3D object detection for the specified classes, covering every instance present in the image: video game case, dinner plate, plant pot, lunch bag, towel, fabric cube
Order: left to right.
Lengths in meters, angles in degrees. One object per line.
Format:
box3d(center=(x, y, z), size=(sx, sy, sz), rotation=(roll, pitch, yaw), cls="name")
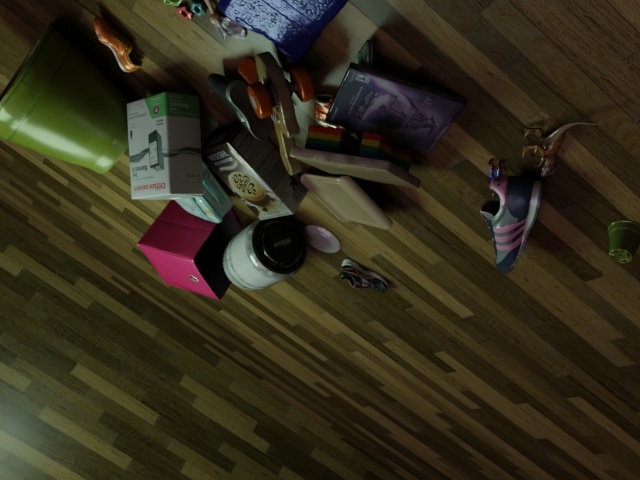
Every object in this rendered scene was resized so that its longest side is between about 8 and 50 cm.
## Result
box3d(center=(-0.749, -0.388, 1.898), size=(0.353, 0.366, 0.366), rotation=(34, 151, -31), cls="plant pot")
box3d(center=(-0.422, -0.181, 2.065), size=(0.224, 0.108, 0.279), rotation=(22, 158, 39), cls="lunch bag")
box3d(center=(-0.449, 0.023, 2.292), size=(0.258, 0.259, 0.254), rotation=(13, 146, 27), cls="fabric cube")
box3d(center=(-0.065, -0.539, 1.341), size=(0.228, 0.076, 0.308), rotation=(31, 150, -16), cls="towel")
box3d(center=(0.000, 0.000, 2.124), size=(0.141, 0.017, 0.141), rotation=(22, 148, 15), cls="dinner plate")
box3d(center=(0.168, -0.300, 1.461), size=(0.274, 0.026, 0.196), rotation=(16, 151, -9), cls="video game case")
box3d(center=(0.712, 0.008, 1.485), size=(0.083, 0.079, 0.083), rotation=(22, 148, 14), cls="plant pot")

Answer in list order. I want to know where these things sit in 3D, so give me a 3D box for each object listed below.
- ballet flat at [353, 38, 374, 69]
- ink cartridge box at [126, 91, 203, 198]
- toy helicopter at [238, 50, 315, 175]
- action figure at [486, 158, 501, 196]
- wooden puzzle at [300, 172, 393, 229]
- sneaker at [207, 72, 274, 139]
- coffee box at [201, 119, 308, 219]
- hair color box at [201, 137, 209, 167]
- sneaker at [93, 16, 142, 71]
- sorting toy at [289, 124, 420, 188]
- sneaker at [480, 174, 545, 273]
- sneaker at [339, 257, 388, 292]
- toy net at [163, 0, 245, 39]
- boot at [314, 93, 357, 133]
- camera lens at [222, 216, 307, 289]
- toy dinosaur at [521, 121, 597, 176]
box3d(center=(0.096, -0.372, 1.442), size=(0.070, 0.070, 0.188), rotation=(15, 145, 22), cls="ballet flat")
box3d(center=(-0.453, -0.266, 1.841), size=(0.211, 0.289, 0.121), rotation=(-2, -179, 42), cls="ink cartridge box")
box3d(center=(-0.108, -0.317, 1.605), size=(0.235, 0.140, 0.355), rotation=(56, 165, 39), cls="toy helicopter")
box3d(center=(0.425, -0.148, 1.545), size=(0.038, 0.030, 0.115), rotation=(9, 146, 22), cls="action figure")
box3d(center=(0.075, -0.120, 1.809), size=(0.221, 0.044, 0.239), rotation=(42, 164, -28), cls="wooden puzzle")
box3d(center=(-0.212, -0.370, 1.718), size=(0.118, 0.083, 0.222), rotation=(36, 168, 37), cls="sneaker")
box3d(center=(-0.197, -0.208, 1.880), size=(0.168, 0.119, 0.297), rotation=(-8, 133, 47), cls="coffee box")
box3d(center=(-0.342, -0.277, 1.973), size=(0.072, 0.043, 0.141), rotation=(44, 147, -24), cls="hair color box")
box3d(center=(-0.559, -0.550, 1.753), size=(0.067, 0.064, 0.175), rotation=(-14, 137, 24), cls="sneaker")
box3d(center=(0.099, -0.210, 1.567), size=(0.257, 0.089, 0.255), rotation=(12, -179, 25), cls="sorting toy")
box3d(center=(0.461, -0.045, 1.587), size=(0.131, 0.112, 0.319), rotation=(15, 138, 12), cls="sneaker")
box3d(center=(0.140, 0.139, 2.151), size=(0.178, 0.077, 0.072), rotation=(27, 150, 3), cls="sneaker")
box3d(center=(-0.292, -0.546, 1.535), size=(0.232, 0.045, 0.122), rotation=(35, 149, -10), cls="toy net")
box3d(center=(0.053, -0.318, 1.576), size=(0.158, 0.059, 0.084), rotation=(18, 142, 21), cls="boot")
box3d(center=(-0.190, 0.045, 2.146), size=(0.219, 0.219, 0.274), rotation=(39, 148, -15), cls="camera lens")
box3d(center=(0.500, -0.217, 1.366), size=(0.112, 0.064, 0.211), rotation=(6, 155, 4), cls="toy dinosaur")
